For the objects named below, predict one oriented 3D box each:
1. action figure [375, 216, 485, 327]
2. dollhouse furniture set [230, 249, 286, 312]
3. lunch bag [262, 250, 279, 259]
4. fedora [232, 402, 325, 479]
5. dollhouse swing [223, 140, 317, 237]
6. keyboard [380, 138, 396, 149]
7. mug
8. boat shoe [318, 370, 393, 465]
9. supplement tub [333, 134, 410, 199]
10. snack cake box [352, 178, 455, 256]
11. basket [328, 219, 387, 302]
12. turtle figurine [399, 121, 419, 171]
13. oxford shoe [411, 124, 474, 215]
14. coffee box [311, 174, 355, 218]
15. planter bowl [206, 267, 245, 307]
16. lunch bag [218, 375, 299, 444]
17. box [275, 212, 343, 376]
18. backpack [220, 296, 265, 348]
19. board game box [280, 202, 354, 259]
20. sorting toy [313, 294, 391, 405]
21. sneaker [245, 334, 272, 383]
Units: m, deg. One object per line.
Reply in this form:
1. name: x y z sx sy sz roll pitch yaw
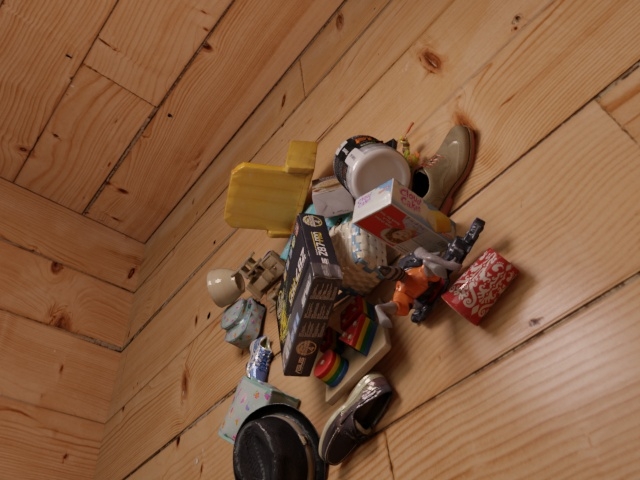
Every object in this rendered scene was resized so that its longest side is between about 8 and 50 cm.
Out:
1. action figure: 0.269 0.062 1.401 0.341 0.179 0.330 -60 -10 15
2. dollhouse furniture set: -0.243 0.166 2.167 0.161 0.212 0.242 -43 7 26
3. lunch bag: -0.213 0.091 2.318 0.098 0.067 0.065 -51 31 13
4. fedora: -0.150 0.630 1.537 0.334 0.152 0.333 -10 66 22
5. dollhouse swing: -0.206 -0.225 2.196 0.315 0.305 0.346 -86 11 -52
6. keyboard: 0.220 -0.332 2.067 0.180 0.023 0.108 -21 54 47
7. mug: 0.386 0.101 1.336 0.169 0.113 0.150 -51 36 9
8. boat shoe: 0.097 0.490 1.455 0.285 0.103 0.092 -54 24 -1
9. supplement tub: 0.150 -0.229 1.725 0.193 0.194 0.316 -55 20 10
10. snack cake box: 0.240 -0.051 1.538 0.152 0.264 0.089 -26 44 45
11. basket: 0.078 0.078 1.740 0.289 0.201 0.254 -28 45 36
12. turtle figurine: 0.270 -0.257 1.856 0.217 0.087 0.269 -27 52 56
13. oxford shoe: 0.360 -0.213 1.631 0.123 0.130 0.348 2 66 58
14. coffee box: 0.043 -0.167 1.989 0.141 0.098 0.246 -13 18 2
15. planter bowl: -0.375 0.181 2.204 0.109 0.162 0.162 -19 43 13
16. lunch bag: -0.222 0.584 1.810 0.262 0.160 0.223 3 67 52
17. box: -0.048 0.164 1.641 0.318 0.097 0.394 -107 28 -52
18. backpack: -0.318 0.336 2.193 0.166 0.144 0.188 -32 42 34
19. board game box: 0.000 0.000 2.056 0.336 0.079 0.253 19 80 60
20. sorting toy: 0.080 0.302 1.582 0.257 0.089 0.255 -49 14 19
21. sneaker: -0.226 0.444 2.015 0.081 0.080 0.211 -45 34 31
